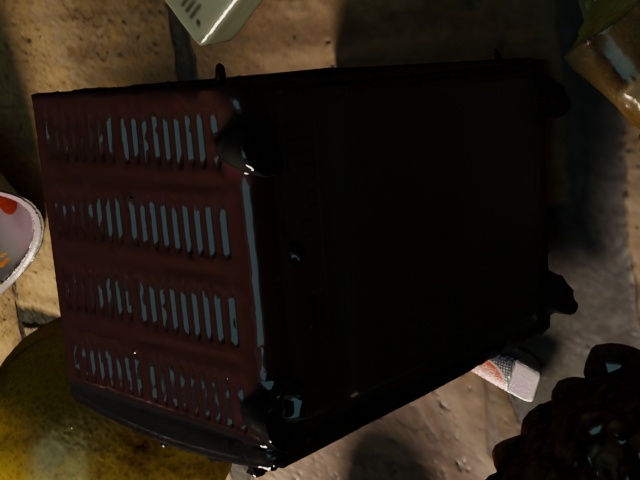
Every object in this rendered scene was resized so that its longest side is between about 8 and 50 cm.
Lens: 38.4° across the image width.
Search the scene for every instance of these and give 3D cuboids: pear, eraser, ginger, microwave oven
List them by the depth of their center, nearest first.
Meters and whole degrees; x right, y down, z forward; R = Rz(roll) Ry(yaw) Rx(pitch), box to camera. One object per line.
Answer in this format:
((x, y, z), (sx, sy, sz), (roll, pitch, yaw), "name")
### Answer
((0.167, -0.079, 0.463), (0.057, 0.044, 0.137), (-41, 79, 25), "ginger")
((-0.001, -0.001, 0.499), (0.178, 0.247, 0.188), (3, 102, 44), "microwave oven")
((0.099, 0.071, 0.596), (0.099, 0.019, 0.027), (27, 121, 31), "eraser")
((-0.160, 0.145, 0.733), (0.208, 0.208, 0.209), (17, 117, 37), "pear")

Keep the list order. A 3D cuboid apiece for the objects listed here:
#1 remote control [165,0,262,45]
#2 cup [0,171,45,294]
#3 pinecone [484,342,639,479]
((-0.028, -0.255, 0.578), (0.123, 0.038, 0.285), (55, 131, 9), "remote control")
((-0.430, -0.078, 0.915), (0.288, 0.203, 0.203), (51, 133, 24), "cup")
((0.179, 0.160, 0.439), (0.221, 0.221, 0.222), (17, 117, 37), "pinecone")
